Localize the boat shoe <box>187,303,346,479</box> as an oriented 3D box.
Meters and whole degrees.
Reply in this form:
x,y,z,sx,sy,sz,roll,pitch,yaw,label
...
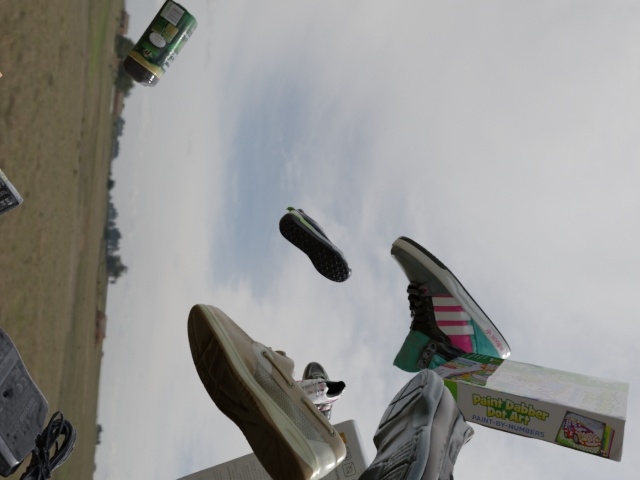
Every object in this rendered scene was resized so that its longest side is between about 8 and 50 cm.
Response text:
x,y,z,sx,sy,sz,roll,pitch,yaw,label
-0.083,0.204,0.815,0.302,0.098,0.109,47,-47,26,boat shoe

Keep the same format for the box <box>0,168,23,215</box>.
x,y,z,sx,sy,sz,roll,pitch,yaw,label
-0.800,-0.100,1.187,0.216,0.270,0.060,61,-12,-20,box

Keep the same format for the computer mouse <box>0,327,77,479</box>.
x,y,z,sx,sy,sz,roll,pitch,yaw,label
-0.418,0.222,0.729,0.188,0.072,0.272,-85,163,-64,computer mouse

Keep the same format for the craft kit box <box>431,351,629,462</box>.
x,y,z,sx,sy,sz,roll,pitch,yaw,label
0.294,0.219,0.814,0.246,0.249,0.061,10,-88,28,craft kit box

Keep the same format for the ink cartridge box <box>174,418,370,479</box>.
x,y,z,sx,sy,sz,roll,pitch,yaw,label
-0.089,0.430,0.922,0.069,0.370,0.176,67,4,-69,ink cartridge box

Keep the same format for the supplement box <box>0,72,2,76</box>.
x,y,z,sx,sy,sz,roll,pitch,yaw,label
-0.575,-0.304,0.942,0.036,0.098,0.062,-43,-163,-11,supplement box

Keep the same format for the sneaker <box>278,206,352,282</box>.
x,y,z,sx,sy,sz,roll,pitch,yaw,label
0.000,0.000,1.453,0.084,0.235,0.097,-43,-177,36,sneaker

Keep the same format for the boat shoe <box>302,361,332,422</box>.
x,y,z,sx,sy,sz,roll,pitch,yaw,label
0.000,0.395,1.550,0.219,0.077,0.070,-105,-155,-57,boat shoe

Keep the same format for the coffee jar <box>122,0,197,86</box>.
x,y,z,sx,sy,sz,roll,pitch,yaw,label
-0.344,-0.416,1.236,0.184,0.079,0.096,-53,-168,2,coffee jar

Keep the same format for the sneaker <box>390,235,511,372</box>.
x,y,z,sx,sy,sz,roll,pitch,yaw,label
0.185,0.151,1.046,0.295,0.178,0.124,50,-9,0,sneaker

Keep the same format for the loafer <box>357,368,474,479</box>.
x,y,z,sx,sy,sz,roll,pitch,yaw,label
0.079,0.197,0.459,0.096,0.084,0.267,-49,176,27,loafer

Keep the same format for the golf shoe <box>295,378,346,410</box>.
x,y,z,sx,sy,sz,roll,pitch,yaw,label
-0.028,0.327,1.254,0.086,0.186,0.068,-49,-128,33,golf shoe
